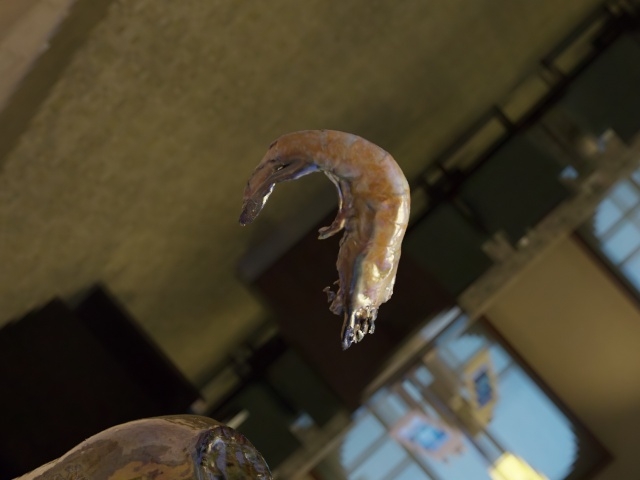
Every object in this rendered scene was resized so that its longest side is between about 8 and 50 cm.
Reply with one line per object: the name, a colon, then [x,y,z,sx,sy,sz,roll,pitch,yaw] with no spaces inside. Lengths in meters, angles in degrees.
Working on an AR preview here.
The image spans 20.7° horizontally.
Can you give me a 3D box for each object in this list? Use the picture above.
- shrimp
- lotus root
shrimp: [0.000,0.000,1.542,0.046,0.152,0.219,-63,161,-54]
lotus root: [-0.180,0.296,1.652,0.346,0.250,0.250,-38,176,38]
